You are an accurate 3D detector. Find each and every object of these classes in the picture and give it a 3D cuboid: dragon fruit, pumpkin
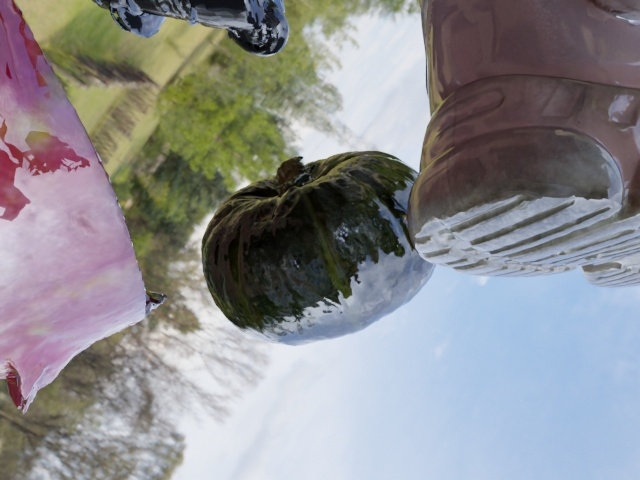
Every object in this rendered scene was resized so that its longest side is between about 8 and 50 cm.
[{"bbox_3d":[-0.279,-0.050,0.412,0.249,0.371,0.386,-32,-177,-25],"label":"dragon fruit"},{"bbox_3d":[0.000,0.000,0.649,0.223,0.157,0.224,-20,-164,6],"label":"pumpkin"}]

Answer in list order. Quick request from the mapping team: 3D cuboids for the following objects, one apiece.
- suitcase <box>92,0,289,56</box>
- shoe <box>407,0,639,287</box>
[{"bbox_3d":[-0.071,-0.365,0.554,0.339,0.188,0.345,87,23,-47],"label":"suitcase"},{"bbox_3d":[0.200,-0.082,0.426,0.172,0.351,0.198,-18,-108,49],"label":"shoe"}]
